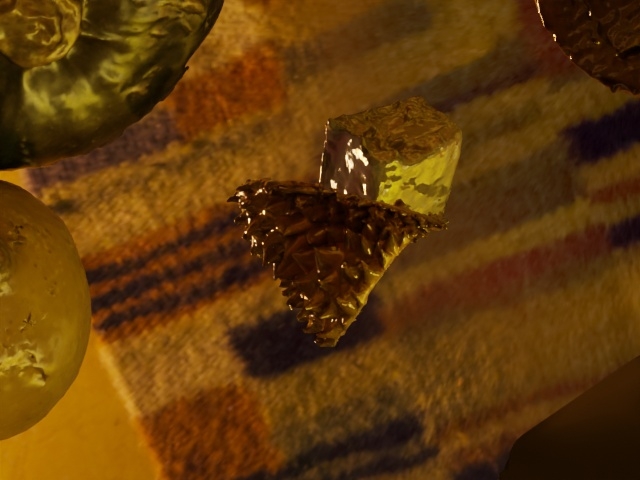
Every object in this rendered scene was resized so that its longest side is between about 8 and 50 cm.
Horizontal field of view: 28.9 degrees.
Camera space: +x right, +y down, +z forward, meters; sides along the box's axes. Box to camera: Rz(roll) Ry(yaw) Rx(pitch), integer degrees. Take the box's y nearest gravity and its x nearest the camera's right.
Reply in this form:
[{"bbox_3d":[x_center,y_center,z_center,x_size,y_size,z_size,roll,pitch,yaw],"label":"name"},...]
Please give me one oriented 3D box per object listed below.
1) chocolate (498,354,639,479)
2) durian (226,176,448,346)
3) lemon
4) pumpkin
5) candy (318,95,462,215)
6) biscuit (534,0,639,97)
[{"bbox_3d":[0.292,0.280,0.875,0.326,0.314,0.297,-34,128,-17],"label":"chocolate"},{"bbox_3d":[-0.007,-0.005,1.329,0.196,0.305,0.185,34,88,-5],"label":"durian"},{"bbox_3d":[-0.342,0.068,1.164,0.258,0.258,0.310,47,141,2],"label":"lemon"},{"bbox_3d":[-0.304,-0.281,1.143,0.454,0.454,0.344,-45,46,19],"label":"pumpkin"},{"bbox_3d":[0.095,-0.100,1.812,0.137,0.185,0.195,48,144,35],"label":"candy"},{"bbox_3d":[0.326,-0.267,1.171,0.296,0.075,0.296,11,122,19],"label":"biscuit"}]
